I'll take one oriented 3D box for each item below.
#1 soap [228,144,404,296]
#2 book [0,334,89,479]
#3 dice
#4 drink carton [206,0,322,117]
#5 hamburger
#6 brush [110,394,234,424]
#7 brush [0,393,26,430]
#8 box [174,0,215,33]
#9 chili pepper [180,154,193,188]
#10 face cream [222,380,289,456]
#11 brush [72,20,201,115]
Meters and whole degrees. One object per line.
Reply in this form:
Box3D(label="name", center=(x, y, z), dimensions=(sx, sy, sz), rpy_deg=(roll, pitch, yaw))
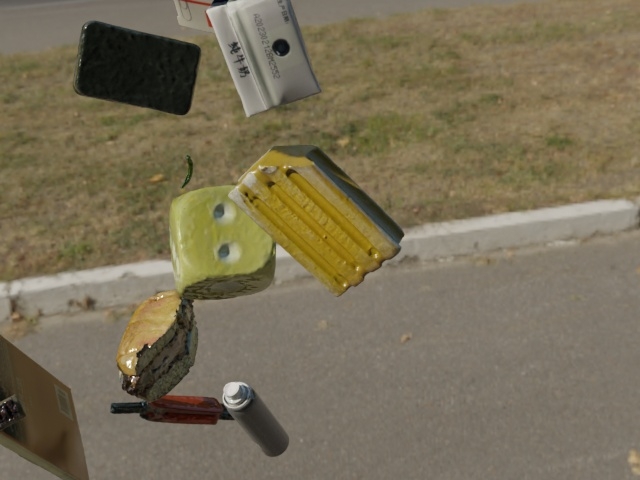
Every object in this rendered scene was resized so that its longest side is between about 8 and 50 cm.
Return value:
Box3D(label="soap", center=(-0.005, -0.038, 1.148), dimensions=(0.140, 0.232, 0.073), rpy_deg=(-40, 13, 30))
Box3D(label="book", center=(-0.587, 0.333, 1.577), dimensions=(0.028, 0.374, 0.262), rpy_deg=(-26, 52, 0))
Box3D(label="dice", center=(-0.177, 0.007, 1.388), dimensions=(0.169, 0.169, 0.166), rpy_deg=(-4, -18, -17))
Box3D(label="drink carton", center=(-0.069, -0.250, 0.980), dimensions=(0.102, 0.134, 0.222), rpy_deg=(-18, 21, 1))
Box3D(label="hamburger", center=(-0.378, 0.235, 1.806), dimensions=(0.282, 0.155, 0.245), rpy_deg=(-36, 34, -30))
Box3D(label="brush", center=(-0.341, 0.401, 1.862), dimensions=(0.323, 0.051, 0.070), rpy_deg=(8, 24, -31))
Box3D(label="brush", center=(-0.557, 0.303, 1.144), dimensions=(0.248, 0.043, 0.036), rpy_deg=(-27, -4, -29))
Box3D(label="box", center=(-0.202, -0.474, 1.403), dimensions=(0.133, 0.182, 0.099), rpy_deg=(21, 52, 26))
Box3D(label="chili pepper", center=(-0.319, -0.164, 1.864), dimensions=(0.030, 0.083, 0.017), rpy_deg=(-5, 24, -35))
Box3D(label="face cream", center=(-0.146, 0.395, 1.738), dimensions=(0.073, 0.283, 0.073), rpy_deg=(-10, 50, 13))
Box3D(label="brush", center=(-0.298, -0.280, 1.278), dimensions=(0.197, 0.123, 0.059), rpy_deg=(9, 10, -17))
